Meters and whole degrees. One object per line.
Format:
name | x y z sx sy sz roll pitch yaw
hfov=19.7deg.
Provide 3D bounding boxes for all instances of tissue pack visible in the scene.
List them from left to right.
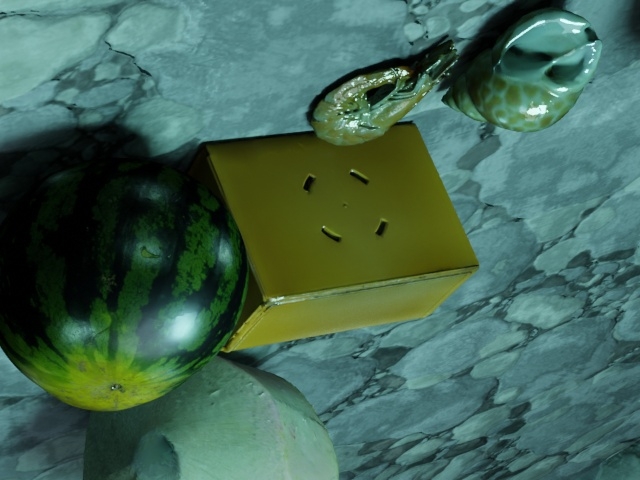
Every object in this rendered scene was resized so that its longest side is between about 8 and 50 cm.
tissue pack | 0.000 0.000 1.990 0.275 0.194 0.145 -8 152 -31

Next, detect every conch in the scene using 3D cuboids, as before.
conch | 0.222 -0.178 1.946 0.116 0.106 0.173 14 121 -23

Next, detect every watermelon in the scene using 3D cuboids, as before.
watermelon | -0.203 0.043 1.822 0.269 0.269 0.269 -20 156 -9

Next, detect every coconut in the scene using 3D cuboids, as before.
coconut | -0.149 0.290 2.335 0.297 0.297 0.309 -30 157 14

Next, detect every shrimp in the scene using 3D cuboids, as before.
shrimp | 0.067 -0.158 1.929 0.180 0.041 0.099 -31 141 19
